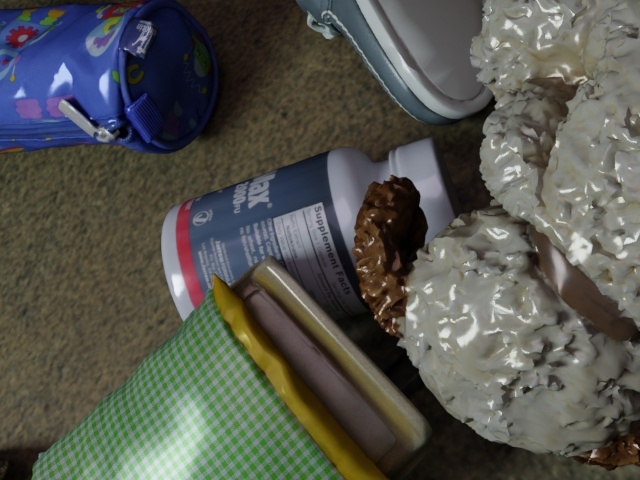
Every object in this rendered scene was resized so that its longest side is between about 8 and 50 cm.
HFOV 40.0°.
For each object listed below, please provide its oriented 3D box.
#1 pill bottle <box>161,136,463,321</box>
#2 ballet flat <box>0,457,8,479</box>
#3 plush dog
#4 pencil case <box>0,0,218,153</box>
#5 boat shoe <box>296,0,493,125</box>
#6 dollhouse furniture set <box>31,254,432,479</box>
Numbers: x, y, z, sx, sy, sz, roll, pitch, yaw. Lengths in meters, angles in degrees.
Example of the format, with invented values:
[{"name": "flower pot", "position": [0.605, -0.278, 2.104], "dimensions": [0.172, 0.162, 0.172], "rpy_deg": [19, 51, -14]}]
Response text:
[{"name": "pill bottle", "position": [0.000, 0.000, 0.568], "dimensions": [0.180, 0.108, 0.108], "rpy_deg": [-18, 63, 13]}, {"name": "ballet flat", "position": [-0.311, 0.200, 0.642], "dimensions": [0.206, 0.073, 0.067], "rpy_deg": [-11, 92, 20]}, {"name": "plush dog", "position": [0.142, 0.011, 0.435], "dimensions": [0.262, 0.210, 0.225], "rpy_deg": [39, 109, 2]}, {"name": "pencil case", "position": [-0.234, -0.124, 0.706], "dimensions": [0.306, 0.119, 0.133], "rpy_deg": [2, 47, 24]}, {"name": "boat shoe", "position": [0.032, -0.205, 0.669], "dimensions": [0.099, 0.116, 0.320], "rpy_deg": [-50, 56, 48]}, {"name": "dollhouse furniture set", "position": [-0.011, 0.165, 0.423], "dimensions": [0.197, 0.151, 0.301], "rpy_deg": [-44, 80, 0]}]
